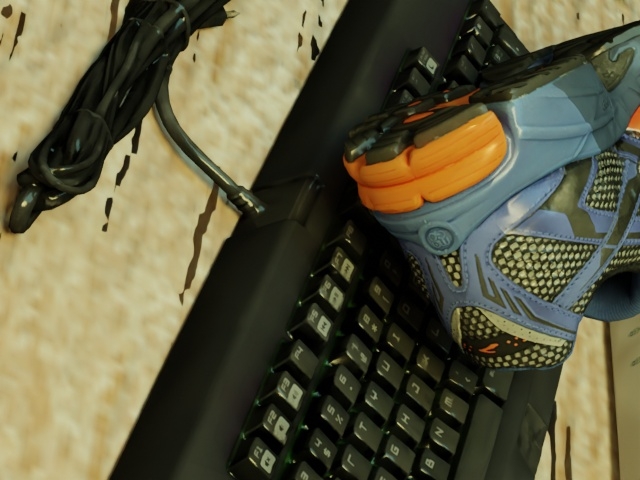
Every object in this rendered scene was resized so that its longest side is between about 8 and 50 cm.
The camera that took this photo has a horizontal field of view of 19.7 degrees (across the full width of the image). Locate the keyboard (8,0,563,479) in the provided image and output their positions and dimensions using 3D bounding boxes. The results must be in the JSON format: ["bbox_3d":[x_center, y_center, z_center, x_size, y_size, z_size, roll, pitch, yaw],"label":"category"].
[{"bbox_3d":[0.000,0.000,0.547,0.201,0.033,0.317,41,39,-16],"label":"keyboard"}]

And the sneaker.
[{"bbox_3d":[0.086,-0.020,0.588,0.221,0.083,0.087,-25,101,-50],"label":"sneaker"}]

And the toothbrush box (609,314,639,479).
[{"bbox_3d":[0.240,0.119,0.634,0.283,0.122,0.206,29,44,-26],"label":"toothbrush box"}]
